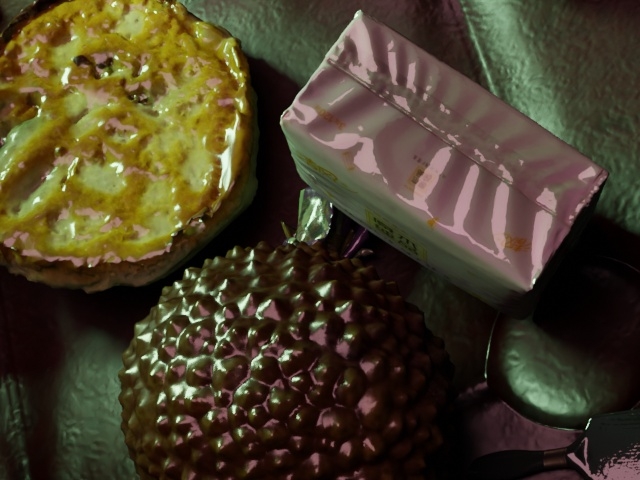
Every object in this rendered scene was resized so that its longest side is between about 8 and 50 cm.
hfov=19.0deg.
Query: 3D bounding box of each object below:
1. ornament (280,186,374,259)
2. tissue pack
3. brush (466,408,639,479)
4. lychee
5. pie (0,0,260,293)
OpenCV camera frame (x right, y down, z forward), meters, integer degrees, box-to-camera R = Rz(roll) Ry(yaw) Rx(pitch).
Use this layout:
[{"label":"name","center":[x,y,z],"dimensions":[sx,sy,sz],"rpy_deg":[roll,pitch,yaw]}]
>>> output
[{"label":"ornament","center":[-0.003,-0.005,1.606],"dimensions":[0.088,0.081,0.203],"rpy_deg":[11,73,31]},{"label":"tissue pack","center":[0.094,-0.051,1.473],"dimensions":[0.225,0.185,0.124],"rpy_deg":[34,82,9]},{"label":"brush","center":[0.202,0.164,1.463],"dimensions":[0.193,0.016,0.063],"rpy_deg":[-9,63,23]},{"label":"lychee","center":[-0.015,0.123,1.443],"dimensions":[0.267,0.267,0.267],"rpy_deg":[-11,63,22]},{"label":"pie","center":[-0.198,-0.089,1.703],"dimensions":[0.315,0.092,0.315],"rpy_deg":[-2,62,3]}]
